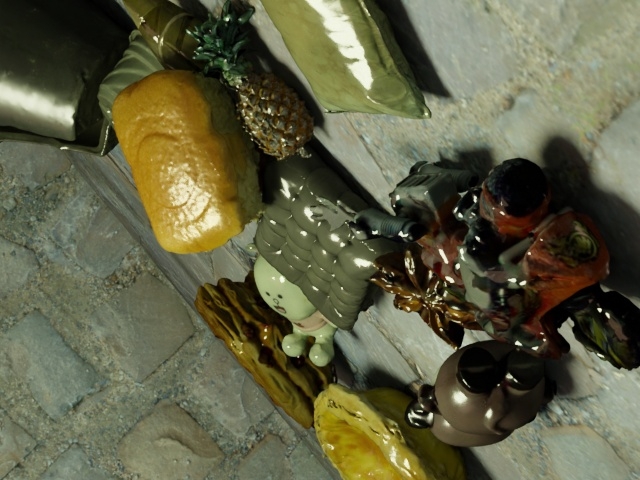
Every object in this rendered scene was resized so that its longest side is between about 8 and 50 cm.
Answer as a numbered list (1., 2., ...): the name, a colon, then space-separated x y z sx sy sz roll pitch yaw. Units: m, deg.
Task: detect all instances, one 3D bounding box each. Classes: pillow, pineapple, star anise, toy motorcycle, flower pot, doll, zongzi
1. pillow: -0.012 -0.246 0.907 0.185 0.075 0.302 18 144 56
2. pineapple: -0.078 -0.193 1.171 0.221 0.083 0.103 54 151 -11
3. star anise: 0.168 0.076 1.137 0.233 0.073 0.177 26 156 30
4. toy motorcycle: 0.144 -0.005 0.925 0.401 0.134 0.207 24 149 52
5. flower pot: -0.451 -0.294 1.571 0.251 0.379 0.379 24 156 13
6. flower pot: -0.264 -0.220 1.482 0.235 0.140 0.235 45 164 16
7. doll: 0.202 0.194 1.168 0.257 0.181 0.117 89 180 -71
8. zongzi: -0.216 -0.280 1.300 0.176 0.078 0.160 34 161 0
9. doll: -0.041 0.091 1.634 0.154 0.113 0.275 9 133 39
10. pillow: 0.000 0.000 1.358 0.228 0.101 0.326 44 163 11

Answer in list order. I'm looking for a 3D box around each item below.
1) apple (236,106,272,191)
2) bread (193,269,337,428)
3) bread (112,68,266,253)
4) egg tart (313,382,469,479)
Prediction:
1. apple: -0.146 -0.125 1.373 0.163 0.139 0.164 8 108 24
2. bread: -0.087 0.205 1.864 0.324 0.167 0.277 53 174 -38
3. bread: -0.176 -0.108 1.243 0.174 0.121 0.246 -14 101 28
4. egg tart: 0.144 0.404 1.719 0.388 0.169 0.388 44 158 23
